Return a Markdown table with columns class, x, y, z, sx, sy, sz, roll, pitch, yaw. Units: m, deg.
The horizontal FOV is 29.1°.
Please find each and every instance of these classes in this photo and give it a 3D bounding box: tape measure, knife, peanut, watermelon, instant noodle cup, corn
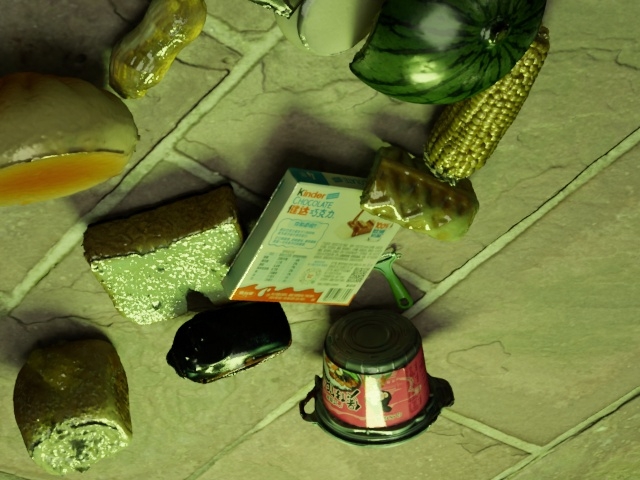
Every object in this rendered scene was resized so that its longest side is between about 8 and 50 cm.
| class | x | y | z | sx | sy | sz | roll | pitch | yaw |
| --- | --- | --- | --- | --- | --- | --- | --- | --- | --- |
| tape measure | -0.165 | 0.178 | 2.251 | 0.223 | 0.135 | 0.202 | -18 | 173 | -16 |
| knife | 0.138 | 0.075 | 2.329 | 0.078 | 0.022 | 0.166 | -16 | 138 | 16 |
| peanut | -0.239 | -0.288 | 1.786 | 0.087 | 0.087 | 0.206 | 22 | 128 | -32 |
| watermelon | 0.201 | -0.311 | 1.716 | 0.331 | 0.189 | 0.330 | -21 | 145 | -15 |
| instant noodle cup | 0.103 | 0.247 | 2.375 | 0.303 | 0.258 | 0.181 | -13 | 125 | -11 |
| corn | 0.264 | -0.218 | 1.962 | 0.115 | 0.115 | 0.317 | 11 | 134 | -24 |

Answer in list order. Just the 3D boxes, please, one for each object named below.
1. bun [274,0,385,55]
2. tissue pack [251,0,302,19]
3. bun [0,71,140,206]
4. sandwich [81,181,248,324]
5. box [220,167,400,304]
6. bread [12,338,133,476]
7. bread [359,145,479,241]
| class | x | y | z | sx | sy | sz | roll | pitch | yaw |
| --- | --- | --- | --- | --- | --- | --- | --- | --- | --- |
| bun | 0.004 | -0.351 | 1.740 | 0.173 | 0.120 | 0.172 | -28 | 144 | -23 |
| tissue pack | -0.028 | -0.492 | 1.514 | 0.198 | 0.210 | 0.370 | 21 | 131 | -24 |
| bun | -0.421 | -0.162 | 1.818 | 0.299 | 0.164 | 0.299 | -14 | 174 | -2 |
| sandwich | -0.249 | 0.035 | 2.147 | 0.273 | 0.095 | 0.249 | -16 | 143 | 4 |
| box | 0.000 | 0.000 | 2.120 | 0.273 | 0.048 | 0.265 | 7 | 128 | -39 |
| bread | -0.463 | 0.303 | 2.290 | 0.196 | 0.246 | 0.176 | -25 | 139 | 11 |
| bread | 0.175 | -0.079 | 2.082 | 0.232 | 0.128 | 0.088 | 21 | 162 | -33 |
